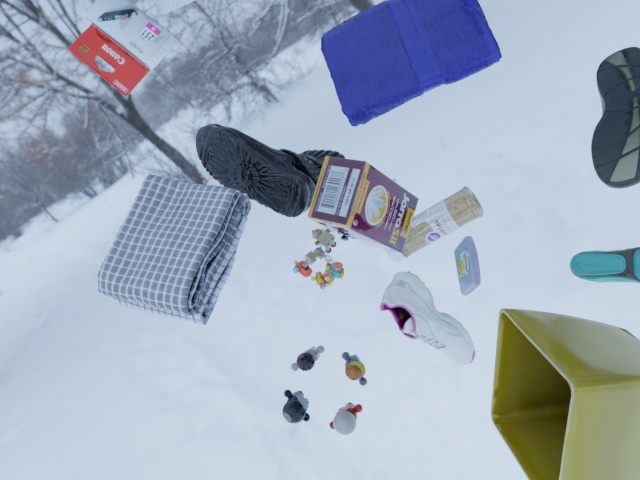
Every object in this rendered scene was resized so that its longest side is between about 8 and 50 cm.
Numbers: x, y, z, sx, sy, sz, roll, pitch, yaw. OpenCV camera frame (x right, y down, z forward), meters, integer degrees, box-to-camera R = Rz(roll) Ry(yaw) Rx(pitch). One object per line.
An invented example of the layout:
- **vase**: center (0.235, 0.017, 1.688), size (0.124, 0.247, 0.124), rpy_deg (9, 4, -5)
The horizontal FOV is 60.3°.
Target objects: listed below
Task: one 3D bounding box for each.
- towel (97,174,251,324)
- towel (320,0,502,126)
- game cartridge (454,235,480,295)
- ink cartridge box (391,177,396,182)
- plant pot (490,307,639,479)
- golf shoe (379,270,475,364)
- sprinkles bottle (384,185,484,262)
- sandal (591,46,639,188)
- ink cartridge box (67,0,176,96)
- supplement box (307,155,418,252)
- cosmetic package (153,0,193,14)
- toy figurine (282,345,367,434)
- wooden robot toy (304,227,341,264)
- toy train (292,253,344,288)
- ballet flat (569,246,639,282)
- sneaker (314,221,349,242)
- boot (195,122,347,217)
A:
- **towel**: center (-0.285, 0.005, 1.092), size (0.235, 0.121, 0.283), rpy_deg (7, 65, 27)
- **towel**: center (0.166, -0.369, 1.068), size (0.309, 0.227, 0.076), rpy_deg (-22, -20, 16)
- **game cartridge**: center (0.230, 0.038, 0.863), size (0.056, 0.017, 0.083), rpy_deg (115, 156, -59)
- **ink cartridge box**: center (0.200, -0.158, 2.031), size (0.198, 0.067, 0.115), rpy_deg (-25, 10, 11)
- **plant pot**: center (0.383, 0.228, 0.791), size (0.187, 0.212, 0.212), rpy_deg (-4, 20, -5)
- **golf shoe**: center (0.274, 0.228, 1.443), size (0.140, 0.306, 0.115), rpy_deg (-43, 0, -37)
- **sprinkles bottle**: center (0.386, -0.052, 1.927), size (0.356, 0.121, 0.121), rpy_deg (-32, 18, 23)
- **sandal**: center (0.576, -0.226, 1.017), size (0.120, 0.086, 0.302), rpy_deg (-5, 59, 39)
- **ink cartridge box**: center (-0.636, -0.627, 1.733), size (0.239, 0.275, 0.060), rpy_deg (-50, -9, -7)
- **supplement box**: center (0.074, -0.054, 0.895), size (0.081, 0.188, 0.104), rpy_deg (15, 86, 37)
- **cosmetic package**: center (-0.265, -0.585, 1.159), size (0.231, 0.117, 0.085), rpy_deg (-38, 5, -21)
- **toy figurine**: center (0.014, 0.389, 1.453), size (0.148, 0.213, 0.209), rpy_deg (15, -92, -83)
- **wooden robot toy**: center (0.000, 0.000, 1.750), size (0.079, 0.076, 0.173), rpy_deg (33, 71, 25)
- **toy train**: center (0.004, 0.080, 1.657), size (0.166, 0.125, 0.046), rpy_deg (-19, -32, -44)
- **ballet flat**: center (0.674, 0.054, 1.184), size (0.248, 0.083, 0.087), rpy_deg (0, -5, 39)
- **sneaker**: center (0.049, -0.073, 1.976), size (0.115, 0.232, 0.090), rpy_deg (2, 57, 22)
- **boot**: center (-0.110, -0.194, 1.374), size (0.260, 0.348, 0.131), rpy_deg (-40, -19, -54)
